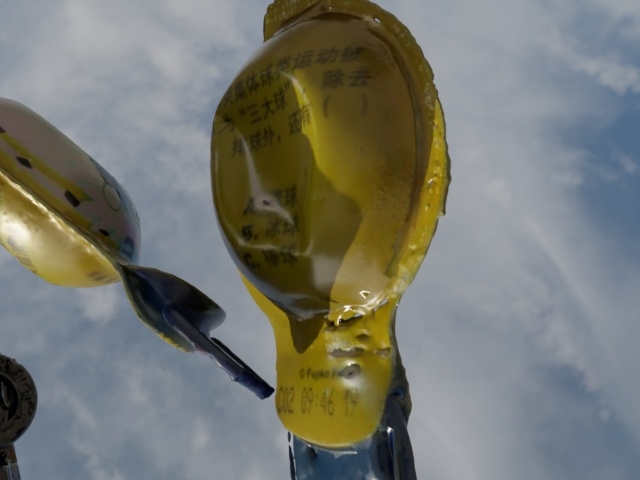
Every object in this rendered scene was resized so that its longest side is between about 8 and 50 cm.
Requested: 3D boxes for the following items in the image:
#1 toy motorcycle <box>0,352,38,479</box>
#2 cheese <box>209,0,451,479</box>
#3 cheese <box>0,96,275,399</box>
[{"bbox_3d":[-0.339,0.235,0.700,0.213,0.125,0.358,-11,-93,-25],"label":"toy motorcycle"},{"bbox_3d":[0.000,0.000,0.407,0.069,0.177,0.270,2,-101,-40],"label":"cheese"},{"bbox_3d":[-0.120,-0.002,0.426,0.250,0.156,0.064,38,-98,18],"label":"cheese"}]
